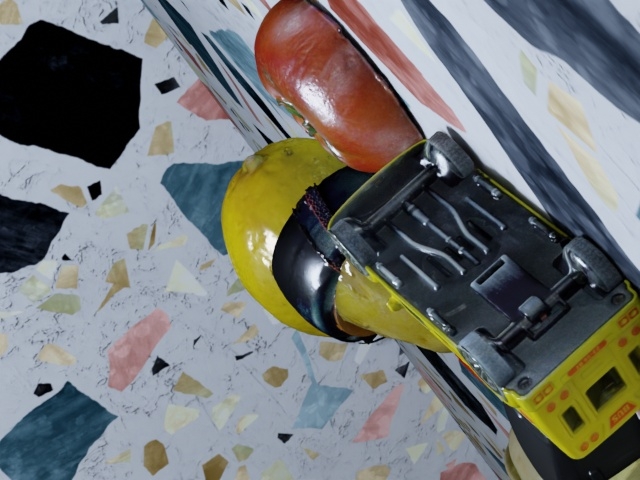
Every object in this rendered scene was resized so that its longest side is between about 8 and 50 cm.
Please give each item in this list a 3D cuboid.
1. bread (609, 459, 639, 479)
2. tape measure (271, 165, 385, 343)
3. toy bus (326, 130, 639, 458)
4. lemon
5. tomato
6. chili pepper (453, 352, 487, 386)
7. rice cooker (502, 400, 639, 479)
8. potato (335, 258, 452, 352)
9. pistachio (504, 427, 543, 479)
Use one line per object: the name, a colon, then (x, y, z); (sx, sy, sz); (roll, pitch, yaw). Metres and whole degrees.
bread: (0.323, 0.233, 1.707); (0.080, 0.084, 0.109); (45, 174, 34)
tape measure: (0.047, 0.010, 1.898); (0.135, 0.202, 0.223); (44, 178, 33)
toy bus: (0.148, 0.041, 1.475); (0.152, 0.144, 0.330); (52, 174, -39)
lemon: (-0.002, -0.003, 2.131); (0.263, 0.236, 0.236); (27, -167, -43)
tomato: (0.013, -0.144, 1.722); (0.225, 0.085, 0.225); (47, 174, 7)
chili pepper: (0.216, 0.117, 1.968); (0.137, 0.092, 0.368); (20, -165, -28)
rice cooker: (0.245, 0.168, 1.653); (0.142, 0.118, 0.203); (61, -178, 39)
potato: (0.125, 0.041, 1.689); (0.158, 0.178, 0.203); (31, 155, 21)
pistachio: (0.287, 0.260, 1.902); (0.226, 0.136, 0.136); (44, 173, 49)
